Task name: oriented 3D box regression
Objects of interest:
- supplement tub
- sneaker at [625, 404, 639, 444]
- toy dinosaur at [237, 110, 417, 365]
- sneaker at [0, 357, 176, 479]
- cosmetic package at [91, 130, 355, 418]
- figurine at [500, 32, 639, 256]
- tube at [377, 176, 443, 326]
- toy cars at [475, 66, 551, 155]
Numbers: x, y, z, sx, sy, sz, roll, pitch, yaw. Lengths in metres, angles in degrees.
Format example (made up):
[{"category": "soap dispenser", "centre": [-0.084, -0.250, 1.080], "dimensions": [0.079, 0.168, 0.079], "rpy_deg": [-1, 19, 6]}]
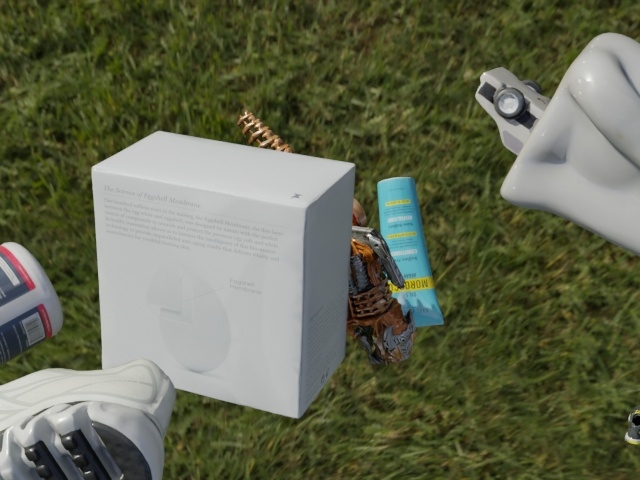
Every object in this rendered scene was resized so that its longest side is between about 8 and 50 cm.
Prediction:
[{"category": "supplement tub", "centre": [-0.610, 0.140, 1.842], "dimensions": [0.272, 0.191, 0.191], "rpy_deg": [-30, 79, -27]}, {"category": "sneaker", "centre": [0.463, 0.261, 1.522], "dimensions": [0.031, 0.035, 0.083], "rpy_deg": [15, 31, 16]}, {"category": "toy dinosaur", "centre": [0.000, 0.000, 1.243], "dimensions": [0.164, 0.218, 0.322], "rpy_deg": [-8, 82, -37]}, {"category": "sneaker", "centre": [-0.234, 0.154, 0.751], "dimensions": [0.292, 0.118, 0.110], "rpy_deg": [-12, 115, 16]}, {"category": "cosmetic package", "centre": [-0.094, 0.027, 1.051], "dimensions": [0.224, 0.138, 0.224], "rpy_deg": [11, 117, 18]}, {"category": "figurine", "centre": [0.208, -0.010, 0.513], "dimensions": [0.209, 0.215, 0.092], "rpy_deg": [32, 104, 12]}, {"category": "tube", "centre": [0.116, 0.019, 1.444], "dimensions": [0.080, 0.052, 0.207], "rpy_deg": [-9, 80, 12]}, {"category": "toy cars", "centre": [0.346, -0.089, 1.267], "dimensions": [0.394, 0.176, 0.087], "rpy_deg": [19, 117, -23]}]
